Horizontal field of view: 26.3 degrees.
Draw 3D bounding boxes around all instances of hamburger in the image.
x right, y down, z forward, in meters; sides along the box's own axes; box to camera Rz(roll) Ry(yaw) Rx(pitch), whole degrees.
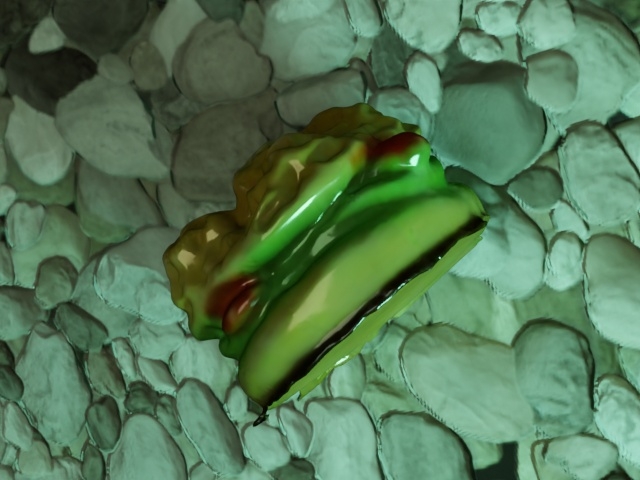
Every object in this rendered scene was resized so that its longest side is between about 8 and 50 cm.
[{"bbox_3d":[0.000,0.000,0.958,0.149,0.237,0.237,50,120,9],"label":"hamburger"}]
